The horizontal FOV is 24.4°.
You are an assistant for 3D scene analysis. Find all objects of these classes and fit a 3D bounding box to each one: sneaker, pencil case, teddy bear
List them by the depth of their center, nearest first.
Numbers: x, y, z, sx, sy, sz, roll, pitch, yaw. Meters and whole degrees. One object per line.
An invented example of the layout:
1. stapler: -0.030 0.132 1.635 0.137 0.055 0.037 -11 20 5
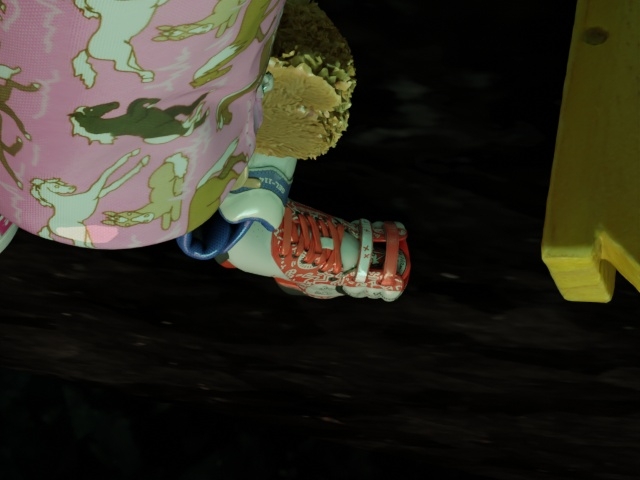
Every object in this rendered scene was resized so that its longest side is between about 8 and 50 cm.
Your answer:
1. pencil case: -0.078 -0.144 0.670 0.160 0.167 0.386 35 149 5
2. teddy bear: -0.136 -0.155 0.936 0.338 0.113 0.245 8 152 13
3. sneaker: -0.118 -0.047 1.232 0.112 0.131 0.296 14 165 -26
4. sneaker: 0.000 -0.001 1.415 0.145 0.090 0.270 1 166 20

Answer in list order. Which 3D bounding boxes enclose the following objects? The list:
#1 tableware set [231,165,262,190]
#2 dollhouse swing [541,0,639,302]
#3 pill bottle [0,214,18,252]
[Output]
1. tableware set: -0.120 -0.092 1.102 0.141 0.020 0.169 -1 118 44
2. dollhouse swing: 0.335 -0.003 0.908 0.347 0.315 0.305 3 143 16
3. pill bottle: -0.321 -0.069 1.197 0.160 0.160 0.283 9 165 -3
